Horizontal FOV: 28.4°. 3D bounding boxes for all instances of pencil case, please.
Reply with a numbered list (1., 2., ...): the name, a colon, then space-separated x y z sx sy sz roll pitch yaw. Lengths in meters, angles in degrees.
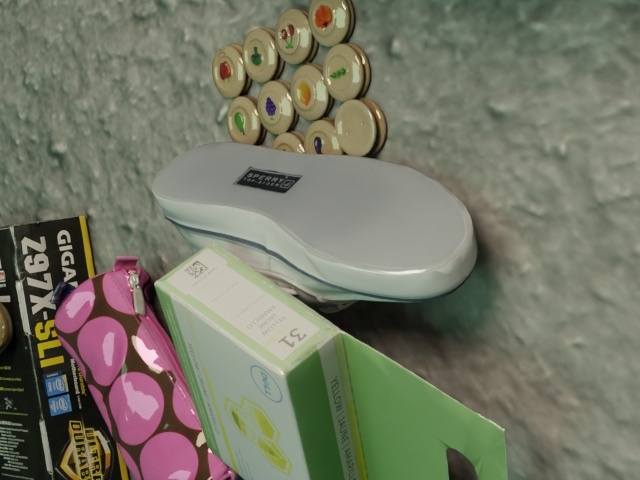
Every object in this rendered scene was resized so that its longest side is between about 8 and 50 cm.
1. pencil case: -0.120 0.115 0.945 0.098 0.095 0.209 -48 65 27

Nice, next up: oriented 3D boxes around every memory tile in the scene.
1. memory tile: -0.019 -0.093 0.836 0.148 0.012 0.113 -19 85 49

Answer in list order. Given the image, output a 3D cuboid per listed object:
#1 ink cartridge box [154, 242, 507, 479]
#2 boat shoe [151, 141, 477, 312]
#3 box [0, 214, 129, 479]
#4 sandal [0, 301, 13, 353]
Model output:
1. ink cartridge box: 0.007 0.121 0.766 0.235 0.056 0.171 33 148 37
2. boat shoe: 0.000 0.000 0.793 0.258 0.095 0.084 21 142 46
3. box: -0.306 0.117 1.165 0.322 0.079 0.257 -6 92 49
4. sandal: -0.318 0.077 1.080 0.180 0.049 0.072 -10 97 35
